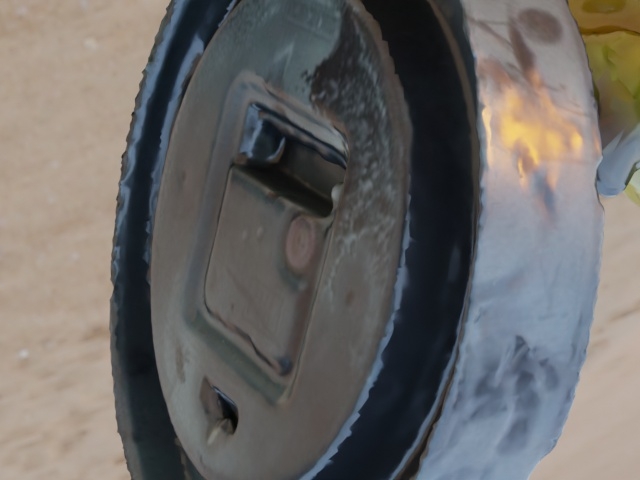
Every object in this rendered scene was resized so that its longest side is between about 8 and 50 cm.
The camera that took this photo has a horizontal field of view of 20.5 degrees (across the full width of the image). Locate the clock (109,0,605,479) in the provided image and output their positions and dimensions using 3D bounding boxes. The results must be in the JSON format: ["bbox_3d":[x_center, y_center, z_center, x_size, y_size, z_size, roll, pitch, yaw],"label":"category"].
[{"bbox_3d":[0.000,0.000,0.500,0.042,0.214,0.215,7,150,-29],"label":"clock"}]

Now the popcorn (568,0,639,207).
[{"bbox_3d":[0.205,-0.093,0.733,0.281,0.297,0.316,-32,155,-25],"label":"popcorn"}]
